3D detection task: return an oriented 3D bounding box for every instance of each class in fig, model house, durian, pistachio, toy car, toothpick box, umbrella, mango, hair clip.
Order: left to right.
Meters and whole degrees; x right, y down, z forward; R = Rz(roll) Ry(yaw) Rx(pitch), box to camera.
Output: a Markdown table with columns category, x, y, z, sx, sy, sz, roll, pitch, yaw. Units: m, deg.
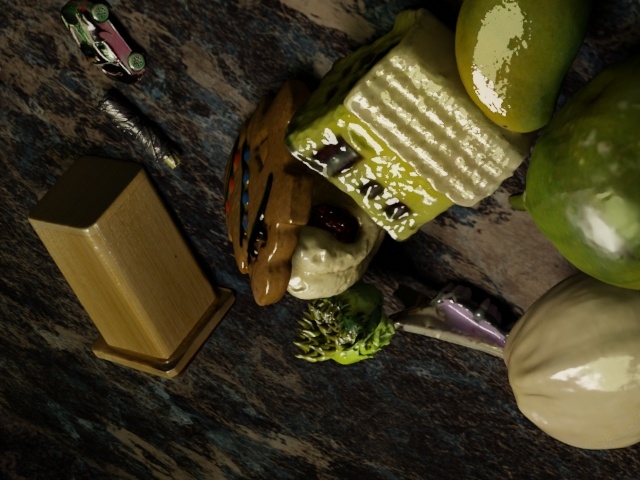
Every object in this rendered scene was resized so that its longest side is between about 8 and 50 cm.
| category | x | y | z | sx | sy | sz | roll | pitch | yaw |
| --- | --- | --- | --- | --- | --- | --- | --- | --- | --- |
| toy car | -0.288 | -0.258 | 1.916 | 0.069 | 0.055 | 0.142 | 4 | 138 | 50 |
| toothpick box | -0.300 | 0.035 | 2.266 | 0.190 | 0.187 | 0.308 | 12 | 141 | 37 |
| umbrella | -0.255 | -0.155 | 2.059 | 0.144 | 0.037 | 0.040 | 43 | 179 | -14 |
| durian | 0.030 | 0.107 | 1.940 | 0.132 | 0.106 | 0.375 | -1 | -166 | -8 |
| model house | 0.115 | -0.142 | 1.570 | 0.193 | 0.175 | 0.234 | 41 | 141 | -12 |
| hair clip | 0.228 | 0.132 | 1.953 | 0.292 | 0.084 | 0.106 | 25 | 149 | 6 |
| mango | 0.191 | -0.196 | 1.405 | 0.122 | 0.085 | 0.191 | 13 | 117 | -8 |
| pistachio | 0.357 | 0.126 | 1.679 | 0.226 | 0.208 | 0.332 | 1 | 158 | -40 |
| fig | 0.314 | -0.073 | 1.438 | 0.233 | 0.233 | 0.314 | 38 | -175 | -6 |

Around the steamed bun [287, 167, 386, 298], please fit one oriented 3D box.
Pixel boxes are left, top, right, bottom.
| category | x | y | z | sx | sy | sz | roll | pitch | yaw |
| --- | --- | --- | --- | --- | --- | --- | --- | --- | --- |
| steamed bun | 0.000 | 0.000 | 1.859 | 0.141 | 0.155 | 0.172 | 26 | 131 | 4 |

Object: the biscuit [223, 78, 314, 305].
| category | x | y | z | sx | sy | sz | roll | pitch | yaw |
| --- | --- | --- | --- | --- | --- | --- | --- | --- | --- |
| biscuit | -0.079 | -0.063 | 1.840 | 0.043 | 0.278 | 0.301 | 5 | -178 | -20 |
